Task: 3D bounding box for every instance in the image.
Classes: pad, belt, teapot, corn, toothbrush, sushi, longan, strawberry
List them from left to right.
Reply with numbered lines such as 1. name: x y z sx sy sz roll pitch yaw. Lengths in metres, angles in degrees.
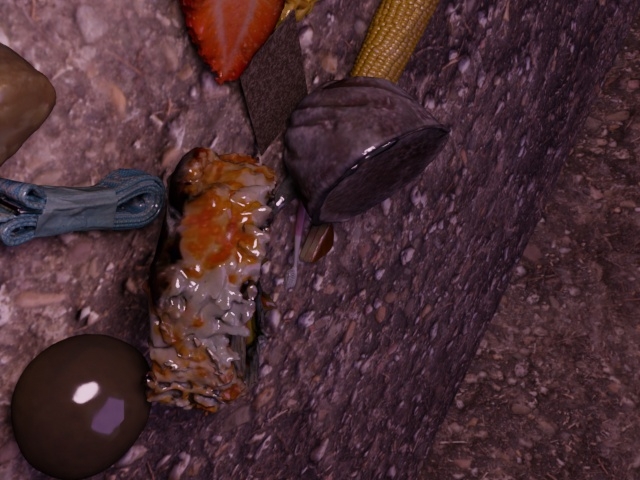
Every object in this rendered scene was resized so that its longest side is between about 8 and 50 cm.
1. belt: -0.336 -0.053 1.173 0.302 0.072 0.087 -12 125 -57
2. longan: -0.347 0.239 1.240 0.220 0.197 0.196 -52 148 -8
3. sushi: -0.153 0.058 1.273 0.417 0.176 0.417 -176 -90 -88
4. strawberry: -0.126 -0.353 1.252 0.174 0.098 0.228 -27 144 -15
5. pad: -0.075 -0.265 1.463 0.158 0.003 0.235 -55 160 -20
6. teapot: -0.077 -0.072 1.606 0.110 0.043 0.042 -52 147 -19
7. toothbrush: -0.043 -0.031 1.711 0.025 0.020 0.286 -15 124 -46
8. corn: 0.137 -0.392 1.671 0.106 0.106 0.305 22 96 -60

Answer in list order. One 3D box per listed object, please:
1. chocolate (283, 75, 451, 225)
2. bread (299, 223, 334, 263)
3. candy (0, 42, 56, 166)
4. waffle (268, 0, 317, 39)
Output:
1. chocolate: 0.060 -0.192 1.551 0.303 0.213 0.303 -32 165 -10
2. bread: 0.000 0.000 1.777 0.062 0.043 0.108 25 88 -58
3. candy: -0.413 -0.122 0.966 0.234 0.104 0.102 -54 153 -20
4. waffle: -0.050 -0.465 1.363 0.291 0.051 0.291 -40 144 -38
